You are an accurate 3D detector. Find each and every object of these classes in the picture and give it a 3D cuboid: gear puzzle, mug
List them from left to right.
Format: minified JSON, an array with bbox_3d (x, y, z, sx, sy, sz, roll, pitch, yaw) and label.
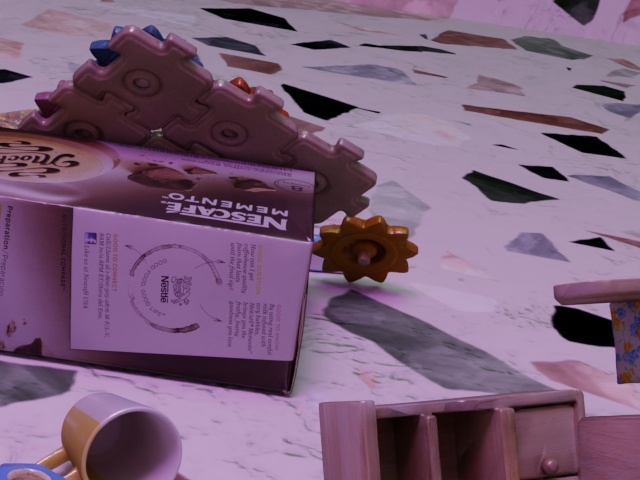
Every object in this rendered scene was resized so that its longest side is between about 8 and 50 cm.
[{"bbox_3d":[-0.129,0.118,0.967,0.078,0.062,0.064,6,10,-31],"label":"mug"},{"bbox_3d":[-0.053,-0.059,1.287,0.339,0.175,0.044,30,46,-27],"label":"gear puzzle"}]

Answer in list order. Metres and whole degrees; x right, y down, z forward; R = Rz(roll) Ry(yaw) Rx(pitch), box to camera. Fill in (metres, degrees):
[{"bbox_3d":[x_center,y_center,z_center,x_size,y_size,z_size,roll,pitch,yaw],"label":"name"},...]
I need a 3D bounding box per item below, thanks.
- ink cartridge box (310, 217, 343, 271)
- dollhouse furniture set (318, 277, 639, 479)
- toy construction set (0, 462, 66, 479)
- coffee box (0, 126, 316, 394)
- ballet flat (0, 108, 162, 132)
[{"bbox_3d":[0.000,0.000,1.426,0.048,0.028,0.083,5,18,-13],"label":"ink cartridge box"},{"bbox_3d":[0.134,0.128,0.843,0.161,0.212,0.242,-1,-5,-34],"label":"dollhouse furniture set"},{"bbox_3d":[-0.222,0.121,0.651,0.215,0.151,0.328,16,31,15],"label":"toy construction set"},{"bbox_3d":[-0.155,0.006,1.187,0.297,0.119,0.168,9,19,-2],"label":"coffee box"},{"bbox_3d":[-0.258,-0.049,1.334,0.348,0.123,0.123,4,19,-10],"label":"ballet flat"}]
